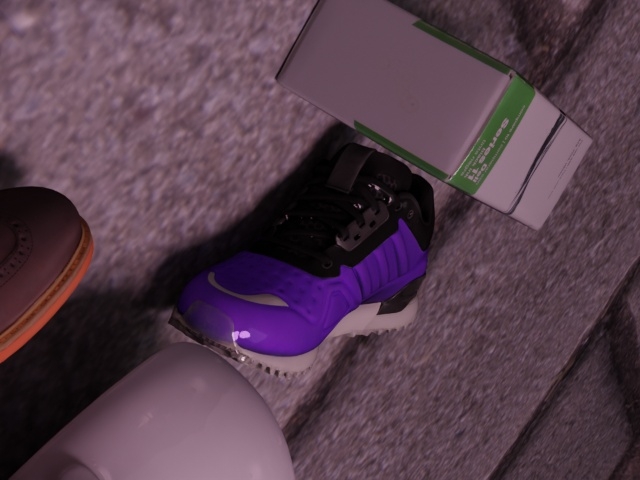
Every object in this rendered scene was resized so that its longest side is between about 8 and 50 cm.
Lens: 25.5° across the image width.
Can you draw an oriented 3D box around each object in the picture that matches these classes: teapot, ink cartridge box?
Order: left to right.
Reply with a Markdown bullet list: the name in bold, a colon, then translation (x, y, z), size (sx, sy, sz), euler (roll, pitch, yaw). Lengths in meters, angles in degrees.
- **teapot**: translation (-0.098, 0.197, 0.861), size (0.252, 0.187, 0.256), euler (-47, 174, 33)
- **ink cartridge box**: translation (0.088, -0.091, 0.999), size (0.086, 0.153, 0.208), euler (-60, 154, 5)

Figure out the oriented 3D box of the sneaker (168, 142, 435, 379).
- **sneaker**: translation (-0.001, 0.000, 1.018), size (0.293, 0.102, 0.146), euler (-15, 127, -61)

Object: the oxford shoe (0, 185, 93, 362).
- **oxford shoe**: translation (-0.211, 0.014, 0.653), size (0.271, 0.097, 0.098), euler (-28, 135, -47)
